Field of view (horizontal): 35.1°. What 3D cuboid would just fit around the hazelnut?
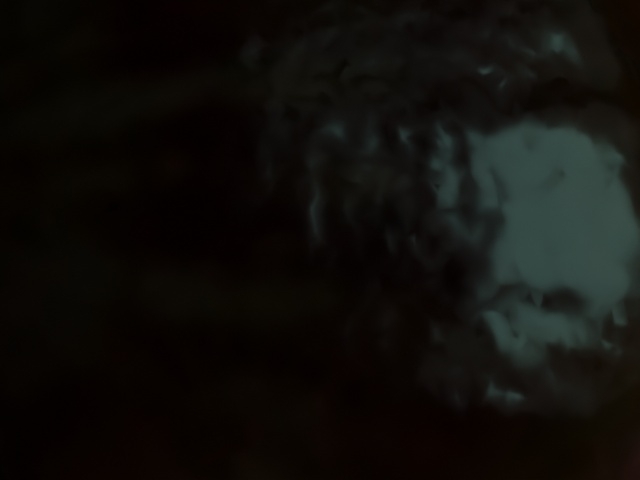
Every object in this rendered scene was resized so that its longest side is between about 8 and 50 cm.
[{"bbox_3d":[0.000,0.000,0.505,0.402,0.402,0.429,4,79,-47],"label":"hazelnut"}]
